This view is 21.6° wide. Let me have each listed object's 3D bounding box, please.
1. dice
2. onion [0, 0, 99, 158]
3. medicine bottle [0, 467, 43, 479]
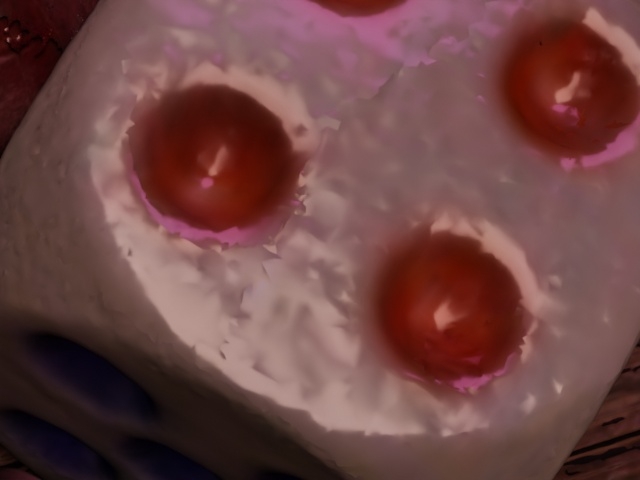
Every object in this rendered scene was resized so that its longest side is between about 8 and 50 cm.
[{"bbox_3d":[0.000,0.000,0.740,0.251,0.243,0.259,32,65,-3],"label":"dice"},{"bbox_3d":[-0.205,-0.143,0.743,0.252,0.219,0.252,2,69,-5],"label":"onion"},{"bbox_3d":[-0.130,0.161,0.715,0.188,0.119,0.094,36,62,-1],"label":"medicine bottle"}]
